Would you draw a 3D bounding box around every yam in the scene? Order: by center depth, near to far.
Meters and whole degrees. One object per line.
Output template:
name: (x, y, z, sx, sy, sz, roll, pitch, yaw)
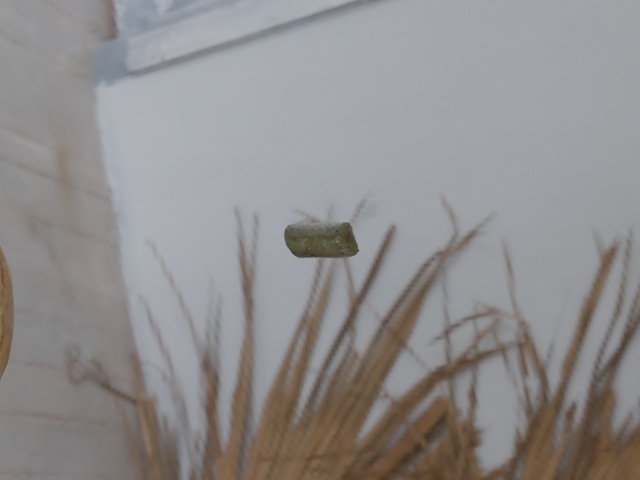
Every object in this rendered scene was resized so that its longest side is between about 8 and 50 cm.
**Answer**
yam: (0.000, 0.000, 1.539, 0.043, 0.094, 0.043, 4, 85, -49)

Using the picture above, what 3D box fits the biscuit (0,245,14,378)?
biscuit: (-0.307, 0.029, 0.811, 0.202, 0.289, 0.044, -50, 155, -13)
